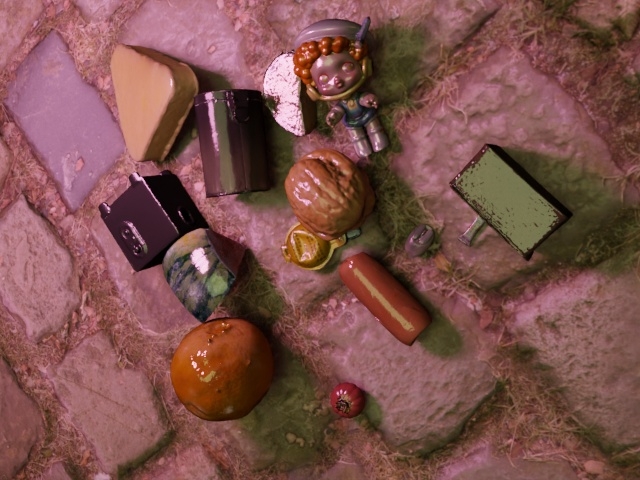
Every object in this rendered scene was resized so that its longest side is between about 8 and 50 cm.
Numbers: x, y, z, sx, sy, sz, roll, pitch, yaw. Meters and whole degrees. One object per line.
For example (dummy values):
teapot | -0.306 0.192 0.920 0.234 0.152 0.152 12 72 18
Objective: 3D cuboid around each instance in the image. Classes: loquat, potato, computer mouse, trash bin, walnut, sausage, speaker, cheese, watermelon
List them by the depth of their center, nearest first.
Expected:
walnut | 0.019 -0.131 1.755 0.257 0.224 0.257 6 101 31
computer mouse | 0.275 0.000 1.757 0.066 0.039 0.096 39 110 15
sausage | 0.179 0.158 1.777 0.304 0.121 0.121 46 112 11
potato | -0.090 -0.422 1.834 0.138 0.098 0.243 1 100 26
trash bin | -0.260 -0.284 1.868 0.252 0.203 0.301 8 105 64
cheese | 0.000 0.000 1.869 0.250 0.064 0.156 -22 88 15
loquat | -0.295 0.391 1.915 0.328 0.328 0.328 3 98 24
watermelon | -0.341 0.106 1.951 0.213 0.201 0.262 -46 63 26
cheese | -0.544 -0.418 1.996 0.384 0.104 0.384 14 109 44
speaker | -0.543 -0.072 2.038 0.232 0.184 0.254 -37 83 24

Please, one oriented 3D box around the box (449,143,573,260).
box | 0.478 -0.101 1.573 0.273 0.184 0.143 47 113 12

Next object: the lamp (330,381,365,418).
lamp | 0.081 0.478 1.878 0.107 0.092 0.107 3 99 22

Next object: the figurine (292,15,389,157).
figurine | 0.059 -0.415 1.735 0.224 0.205 0.382 -6 112 15

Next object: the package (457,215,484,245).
package | 0.418 -0.036 1.702 0.037 0.015 0.110 37 111 10
